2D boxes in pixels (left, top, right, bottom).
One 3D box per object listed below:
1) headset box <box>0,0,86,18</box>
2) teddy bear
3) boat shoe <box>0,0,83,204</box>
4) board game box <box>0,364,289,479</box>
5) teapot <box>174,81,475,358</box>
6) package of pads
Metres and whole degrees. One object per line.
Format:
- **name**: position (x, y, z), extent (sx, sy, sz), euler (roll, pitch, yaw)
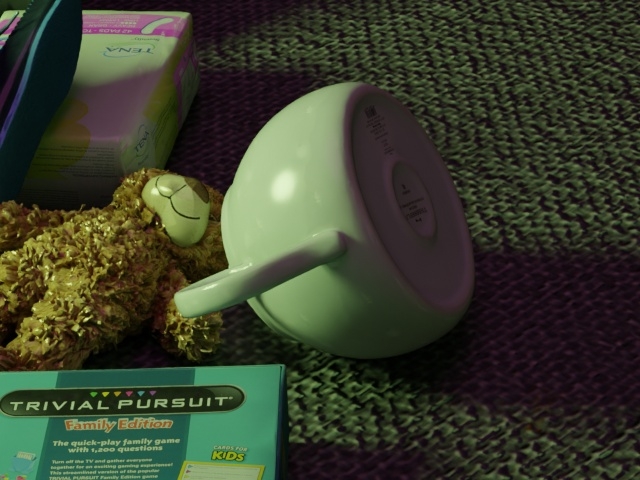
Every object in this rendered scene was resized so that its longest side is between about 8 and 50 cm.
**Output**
- **headset box**: position (-0.343, -0.385, 2.049), extent (0.131, 0.246, 0.283), euler (-32, 20, -36)
- **teddy bear**: position (-0.200, 0.033, 1.592), extent (0.338, 0.113, 0.245), euler (-20, 39, -25)
- **boat shoe**: position (-0.299, -0.143, 1.698), extent (0.089, 0.109, 0.258), euler (8, 52, 18)
- **board game box**: position (-0.153, 0.222, 1.321), extent (0.254, 0.079, 0.336), euler (-1, 32, 2)
- **teapot**: position (0.000, 0.000, 1.552), extent (0.187, 0.256, 0.252), euler (-23, 48, 25)
- **package of pads**: position (-0.254, -0.134, 1.865), extent (0.229, 0.101, 0.296), euler (3, 34, 11)
